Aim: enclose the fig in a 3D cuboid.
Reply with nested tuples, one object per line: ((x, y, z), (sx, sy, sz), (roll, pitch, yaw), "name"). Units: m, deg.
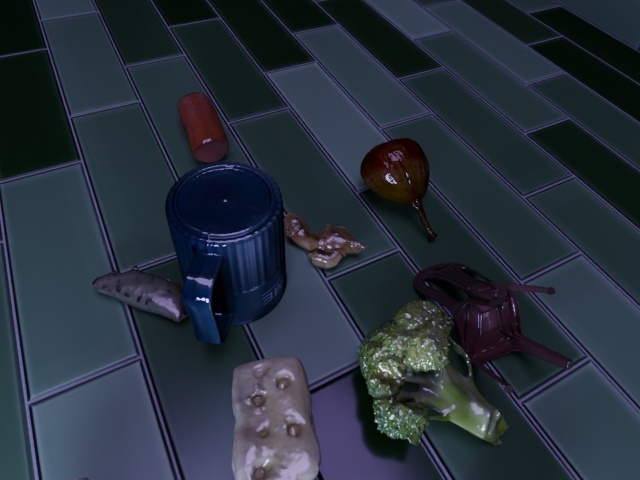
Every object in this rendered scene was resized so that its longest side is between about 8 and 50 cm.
((0.247, -0.154, 1.219), (0.290, 0.191, 0.190), (42, 58, 5), "fig")

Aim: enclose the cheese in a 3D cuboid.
((-0.088, 0.341, 0.825), (0.158, 0.093, 0.263), (-9, 47, -6), "cheese")

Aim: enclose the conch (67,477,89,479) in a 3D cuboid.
((-0.357, 0.500, 0.655), (0.209, 0.159, 0.292), (7, 89, -10), "conch")

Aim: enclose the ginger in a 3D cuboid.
((0.001, -0.009, 1.141), (0.133, 0.059, 0.214), (-38, 62, -20), "ginger")

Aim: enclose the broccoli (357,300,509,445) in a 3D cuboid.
((0.206, 0.265, 0.859), (0.253, 0.186, 0.302), (-16, 48, -28), "broccoli")

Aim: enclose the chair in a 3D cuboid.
((0.358, 0.167, 0.995), (0.175, 0.183, 0.326), (-14, 10, -14), "chair")

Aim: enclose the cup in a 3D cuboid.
((-0.211, 0.025, 0.946), (0.242, 0.292, 0.308), (34, 56, 20), "cup")

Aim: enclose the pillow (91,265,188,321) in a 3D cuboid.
((-0.397, 0.111, 1.015), (0.241, 0.051, 0.093), (18, 58, 11), "pillow")

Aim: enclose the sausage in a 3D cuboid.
((-0.359, -0.352, 1.346), (0.113, 0.114, 0.259), (-15, 56, -16), "sausage")
